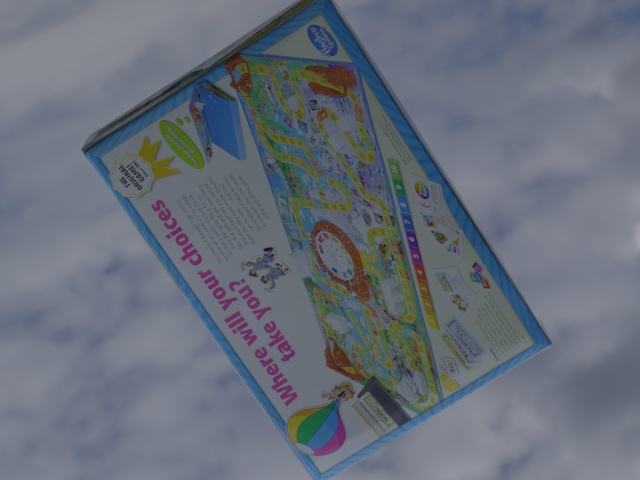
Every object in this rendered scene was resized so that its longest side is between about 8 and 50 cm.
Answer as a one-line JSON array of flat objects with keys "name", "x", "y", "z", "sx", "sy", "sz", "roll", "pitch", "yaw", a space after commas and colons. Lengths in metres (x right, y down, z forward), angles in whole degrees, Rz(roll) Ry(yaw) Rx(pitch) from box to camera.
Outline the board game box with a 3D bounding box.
[{"name": "board game box", "x": 0.000, "y": 0.000, "z": 0.617, "sx": 0.103, "sy": 0.154, "sz": 0.026, "roll": -32, "pitch": -165, "yaw": 7}]
